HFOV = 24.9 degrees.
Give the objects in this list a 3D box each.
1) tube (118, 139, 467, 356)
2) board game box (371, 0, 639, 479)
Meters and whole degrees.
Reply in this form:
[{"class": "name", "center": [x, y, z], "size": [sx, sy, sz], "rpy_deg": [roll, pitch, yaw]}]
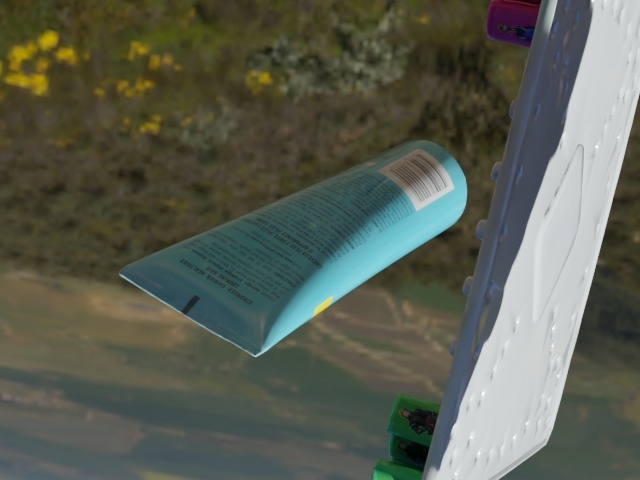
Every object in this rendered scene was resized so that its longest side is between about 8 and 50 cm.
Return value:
[{"class": "tube", "center": [0.000, 0.000, 0.710], "size": [0.080, 0.052, 0.207], "rpy_deg": [24, -150, 28]}, {"class": "board game box", "center": [0.158, -0.011, 1.092], "size": [0.050, 0.390, 0.390], "rpy_deg": [16, -174, 20]}]
